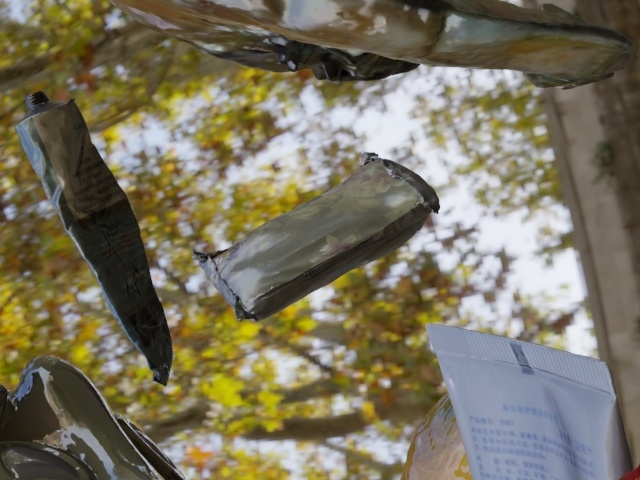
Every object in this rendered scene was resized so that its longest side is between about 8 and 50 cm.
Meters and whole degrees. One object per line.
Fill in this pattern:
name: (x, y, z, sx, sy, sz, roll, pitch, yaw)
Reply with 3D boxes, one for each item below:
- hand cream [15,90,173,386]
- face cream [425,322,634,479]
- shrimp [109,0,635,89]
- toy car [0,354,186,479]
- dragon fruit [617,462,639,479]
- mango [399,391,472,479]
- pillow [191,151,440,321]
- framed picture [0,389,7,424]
hand cream: (-0.177, -0.002, 1.238, 0.247, 0.052, 0.075, 68, -158, -7)
face cream: (0.215, 0.281, 1.416, 0.137, 0.235, 0.420, -26, -70, -29)
shrimp: (0.034, -0.094, 0.675, 0.365, 0.233, 0.071, 1, -75, -67)
toy car: (-0.194, 0.225, 1.068, 0.242, 0.336, 0.226, -45, -51, -6)
dragon fruit: (0.273, 0.268, 1.200, 0.268, 0.210, 0.205, -12, -134, -1)
mango: (0.169, 0.257, 1.596, 0.187, 0.359, 0.144, 35, -146, 12)
pillow: (0.000, 0.000, 1.621, 0.255, 0.169, 0.059, -30, -54, -13)
framed picture: (-0.173, 0.133, 0.650, 0.011, 0.109, 0.149, 18, -105, -39)
